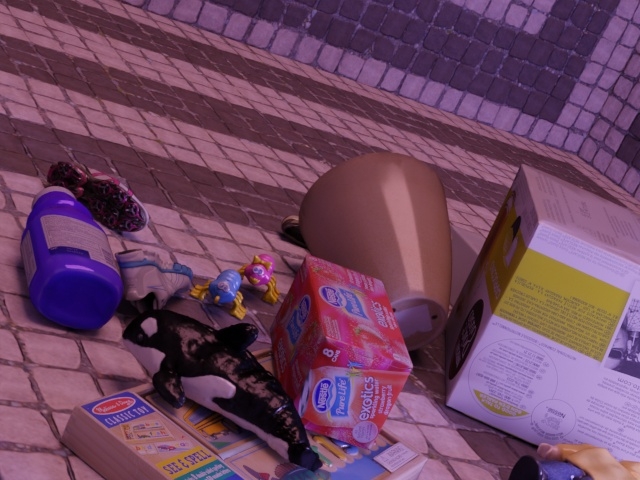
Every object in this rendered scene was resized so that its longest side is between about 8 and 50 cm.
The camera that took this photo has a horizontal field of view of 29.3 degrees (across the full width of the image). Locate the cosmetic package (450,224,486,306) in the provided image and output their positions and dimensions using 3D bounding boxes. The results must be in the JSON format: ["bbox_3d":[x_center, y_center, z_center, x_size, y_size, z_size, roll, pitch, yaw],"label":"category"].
[{"bbox_3d":[0.296,0.077,2.295,0.086,0.117,0.231,17,21,-27],"label":"cosmetic package"}]

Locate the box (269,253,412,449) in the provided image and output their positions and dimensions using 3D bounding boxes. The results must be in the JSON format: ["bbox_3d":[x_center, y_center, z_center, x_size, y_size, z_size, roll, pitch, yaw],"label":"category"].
[{"bbox_3d":[0.020,0.136,1.563,0.123,0.128,0.257,21,19,-14],"label":"box"}]

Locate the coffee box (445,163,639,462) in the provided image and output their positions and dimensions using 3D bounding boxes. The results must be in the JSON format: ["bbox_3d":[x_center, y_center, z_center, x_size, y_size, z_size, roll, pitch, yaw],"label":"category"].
[{"bbox_3d":[0.413,0.128,1.950,0.338,0.334,0.337,23,19,-2],"label":"coffee box"}]

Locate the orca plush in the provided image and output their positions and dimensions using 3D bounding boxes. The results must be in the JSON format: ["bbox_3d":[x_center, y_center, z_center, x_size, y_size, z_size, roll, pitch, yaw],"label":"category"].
[{"bbox_3d":[-0.103,0.147,1.405,0.151,0.102,0.287,4,28,-49],"label":"orca plush"}]

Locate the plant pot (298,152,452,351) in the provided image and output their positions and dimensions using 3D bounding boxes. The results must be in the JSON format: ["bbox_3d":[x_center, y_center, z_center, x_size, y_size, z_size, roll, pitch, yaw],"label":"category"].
[{"bbox_3d":[0.112,0.039,1.995,0.257,0.256,0.274,17,36,-26],"label":"plant pot"}]

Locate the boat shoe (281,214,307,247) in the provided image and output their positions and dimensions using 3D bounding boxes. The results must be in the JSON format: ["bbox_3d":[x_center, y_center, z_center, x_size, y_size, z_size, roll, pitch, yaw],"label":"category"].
[{"bbox_3d":[0.000,0.000,2.217,0.152,0.056,0.049,15,23,-2],"label":"boat shoe"}]

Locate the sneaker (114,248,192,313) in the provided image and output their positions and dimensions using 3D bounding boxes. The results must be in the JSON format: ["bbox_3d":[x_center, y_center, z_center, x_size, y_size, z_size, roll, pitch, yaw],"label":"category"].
[{"bbox_3d":[-0.233,0.067,1.701,0.071,0.082,0.191,-7,-12,17],"label":"sneaker"}]

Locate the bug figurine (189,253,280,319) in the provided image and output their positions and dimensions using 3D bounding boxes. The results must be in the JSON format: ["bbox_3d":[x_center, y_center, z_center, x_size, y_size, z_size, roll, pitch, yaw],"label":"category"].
[{"bbox_3d":[-0.049,0.092,1.852,0.279,0.072,0.216,24,18,-3],"label":"bug figurine"}]

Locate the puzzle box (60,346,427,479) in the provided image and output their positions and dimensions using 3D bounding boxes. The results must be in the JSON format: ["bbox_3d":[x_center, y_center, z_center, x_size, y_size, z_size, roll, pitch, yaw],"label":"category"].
[{"bbox_3d":[-0.072,0.244,1.429,0.272,0.052,0.409,32,19,22],"label":"puzzle box"}]

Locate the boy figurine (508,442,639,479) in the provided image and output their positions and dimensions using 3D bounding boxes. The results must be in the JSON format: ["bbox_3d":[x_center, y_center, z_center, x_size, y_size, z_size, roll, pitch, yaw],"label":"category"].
[{"bbox_3d":[0.377,0.342,1.702,0.285,0.092,0.177,8,25,-45],"label":"boy figurine"}]

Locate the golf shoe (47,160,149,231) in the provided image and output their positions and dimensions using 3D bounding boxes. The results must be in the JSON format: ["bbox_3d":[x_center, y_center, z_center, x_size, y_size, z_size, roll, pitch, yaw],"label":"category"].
[{"bbox_3d":[-0.338,-0.075,1.934,0.186,0.067,0.086,32,17,19],"label":"golf shoe"}]

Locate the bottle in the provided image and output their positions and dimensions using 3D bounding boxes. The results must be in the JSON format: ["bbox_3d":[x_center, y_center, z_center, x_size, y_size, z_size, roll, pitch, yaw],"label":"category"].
[{"bbox_3d":[-0.342,0.013,1.641,0.118,0.092,0.283,20,18,-28],"label":"bottle"}]
